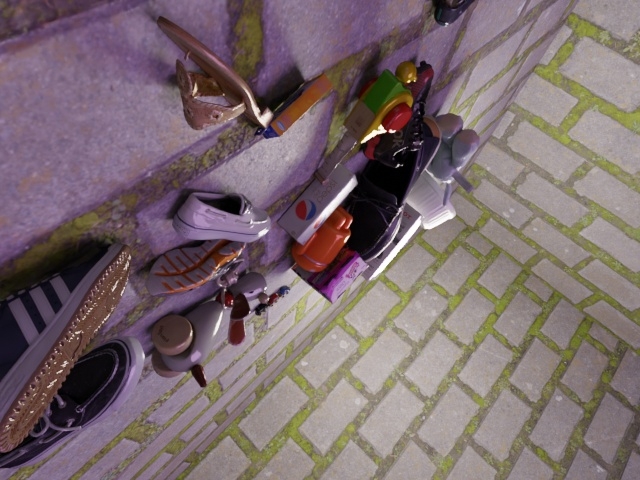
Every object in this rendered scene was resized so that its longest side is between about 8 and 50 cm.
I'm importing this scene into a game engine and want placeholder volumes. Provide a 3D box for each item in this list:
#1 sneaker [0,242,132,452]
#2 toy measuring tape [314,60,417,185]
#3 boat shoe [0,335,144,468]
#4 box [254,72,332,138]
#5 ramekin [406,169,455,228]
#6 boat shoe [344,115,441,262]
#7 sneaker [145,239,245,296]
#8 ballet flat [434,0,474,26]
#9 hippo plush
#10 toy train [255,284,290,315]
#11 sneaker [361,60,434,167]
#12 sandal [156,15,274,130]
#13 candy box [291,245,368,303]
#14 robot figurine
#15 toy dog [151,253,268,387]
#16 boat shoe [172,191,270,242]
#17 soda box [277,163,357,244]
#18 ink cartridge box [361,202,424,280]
[{"bbox_3d":[-0.364,0.091,0.496,0.282,0.153,0.099,-76,-176,-45],"label":"sneaker"},{"bbox_3d":[0.108,-0.252,0.903,0.121,0.121,0.330,-29,163,-50],"label":"toy measuring tape"},{"bbox_3d":[-0.433,0.266,0.658,0.306,0.113,0.105,-34,158,5],"label":"boat shoe"},{"bbox_3d":[-0.048,-0.208,0.649,0.136,0.028,0.081,-48,-156,-8],"label":"box"},{"bbox_3d":[0.391,-0.166,1.570,0.127,0.273,0.273,-38,165,7],"label":"ramekin"},{"bbox_3d":[0.185,-0.144,1.222,0.156,0.187,0.500,-14,137,-55],"label":"boat shoe"},{"bbox_3d":[-0.229,0.054,0.758,0.215,0.084,0.083,-31,161,-48],"label":"sneaker"},{"bbox_3d":[0.319,-0.547,0.846,0.203,0.074,0.074,-47,164,3],"label":"ballet flat"},{"bbox_3d":[0.455,-0.328,1.362,0.236,0.294,0.234,-46,-173,-39],"label":"hippo plush"},{"bbox_3d":[-0.160,0.198,1.359,0.158,0.027,0.036,-36,149,-36],"label":"toy train"},{"bbox_3d":[0.222,-0.304,1.022,0.097,0.135,0.276,-24,149,-52],"label":"sneaker"},{"bbox_3d":[-0.130,-0.167,0.500,0.079,0.088,0.240,-57,168,5],"label":"sandal"},{"bbox_3d":[0.022,0.083,1.248,0.159,0.071,0.233,-46,-153,-8],"label":"candy box"},{"bbox_3d":[0.001,0.000,1.145,0.219,0.128,0.158,-55,-166,22],"label":"robot figurine"},{"bbox_3d":[-0.235,0.208,0.942,0.334,0.161,0.220,-44,163,-17],"label":"toy dog"},{"bbox_3d":[-0.153,-0.046,0.719,0.076,0.083,0.226,-55,162,22],"label":"boat shoe"},{"bbox_3d":[-0.006,-0.095,1.007,0.216,0.074,0.069,-49,164,-1],"label":"soda box"},{"bbox_3d":[0.190,-0.035,1.413,0.289,0.211,0.121,-53,162,10],"label":"ink cartridge box"}]
